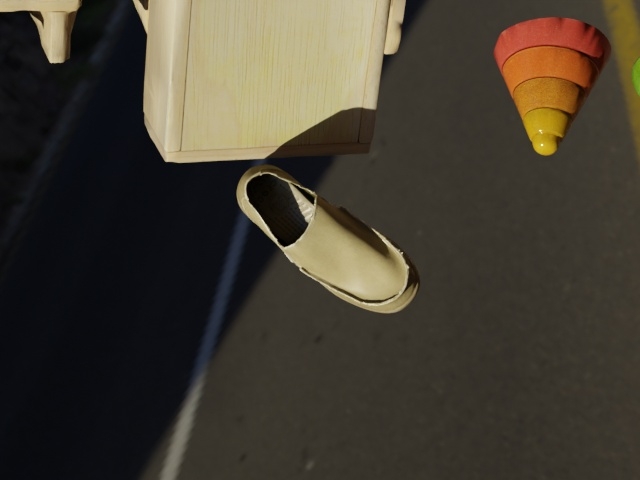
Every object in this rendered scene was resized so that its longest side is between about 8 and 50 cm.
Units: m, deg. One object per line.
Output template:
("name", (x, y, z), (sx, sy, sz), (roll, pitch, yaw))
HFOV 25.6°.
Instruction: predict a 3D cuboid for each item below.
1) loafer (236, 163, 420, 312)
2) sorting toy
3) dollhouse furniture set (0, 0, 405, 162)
("loafer", (0.000, 0.000, 0.956), (0.056, 0.148, 0.050), (-59, -11, 5))
("sorting toy", (0.353, -0.125, 1.425), (0.127, 0.365, 0.126), (99, 180, -65))
("dollhouse furniture set", (-0.088, -0.263, 1.090), (0.394, 0.362, 0.256), (-124, 36, -54))
